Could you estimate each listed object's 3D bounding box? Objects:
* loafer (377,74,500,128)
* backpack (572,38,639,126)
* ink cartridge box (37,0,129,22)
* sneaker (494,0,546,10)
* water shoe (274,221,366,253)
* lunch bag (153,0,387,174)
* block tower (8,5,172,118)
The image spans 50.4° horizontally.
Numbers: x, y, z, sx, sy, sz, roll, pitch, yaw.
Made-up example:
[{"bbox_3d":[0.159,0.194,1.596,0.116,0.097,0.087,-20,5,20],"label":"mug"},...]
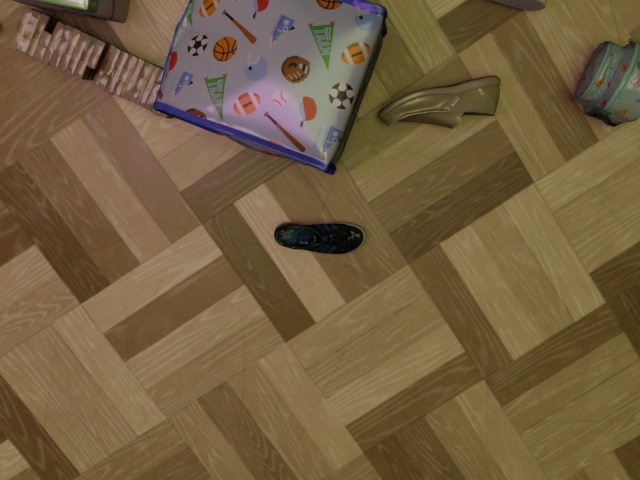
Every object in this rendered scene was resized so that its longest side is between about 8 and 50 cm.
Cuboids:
[{"bbox_3d":[0.256,-0.277,1.432,0.269,0.102,0.092,-14,94,0],"label":"loafer"},{"bbox_3d":[0.615,-0.326,1.390,0.145,0.188,0.165,24,99,-6],"label":"backpack"},{"bbox_3d":[-0.490,-0.495,1.285,0.199,0.273,0.114,10,102,-3],"label":"ink cartridge box"},{"bbox_3d":[0.341,-0.594,1.386,0.293,0.108,0.169,15,93,-9],"label":"sneaker"},{"bbox_3d":[0.000,0.000,1.484,0.203,0.080,0.072,0,101,-2],"label":"water shoe"},{"bbox_3d":[-0.101,-0.340,1.327,0.386,0.239,0.327,19,93,4],"label":"lunch bag"},{"bbox_3d":[-0.448,-0.363,1.401,0.336,0.091,0.097,26,99,-7],"label":"block tower"}]
